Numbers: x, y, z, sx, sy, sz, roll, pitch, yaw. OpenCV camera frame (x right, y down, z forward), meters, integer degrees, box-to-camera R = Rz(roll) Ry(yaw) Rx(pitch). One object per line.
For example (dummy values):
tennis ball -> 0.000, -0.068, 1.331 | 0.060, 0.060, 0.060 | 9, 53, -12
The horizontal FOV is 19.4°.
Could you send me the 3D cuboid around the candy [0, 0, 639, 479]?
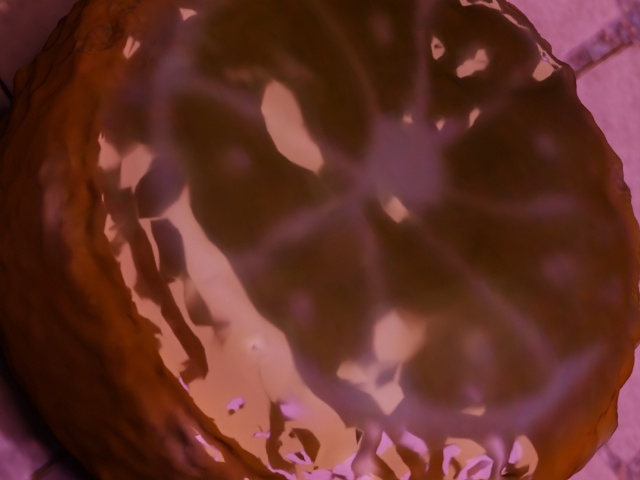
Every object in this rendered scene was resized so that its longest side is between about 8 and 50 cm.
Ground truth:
candy -> 0.000, 0.000, 0.703 | 0.260, 0.118, 0.260 | 13, 63, -27
